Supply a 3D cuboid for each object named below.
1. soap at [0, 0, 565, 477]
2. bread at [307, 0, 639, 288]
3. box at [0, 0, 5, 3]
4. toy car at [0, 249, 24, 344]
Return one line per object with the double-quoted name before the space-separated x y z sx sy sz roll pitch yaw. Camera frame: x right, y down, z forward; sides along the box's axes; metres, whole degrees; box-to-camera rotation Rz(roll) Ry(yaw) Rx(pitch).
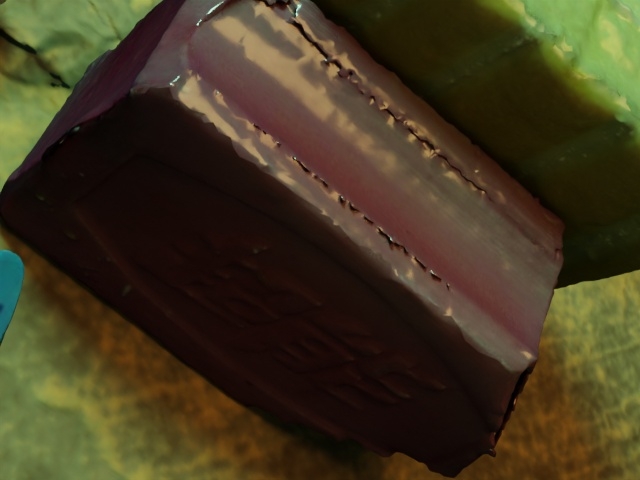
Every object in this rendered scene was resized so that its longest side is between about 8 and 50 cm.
"soap" 0.000 0.000 0.650 0.250 0.162 0.099 38 50 -17
"bread" 0.054 -0.081 0.689 0.239 0.246 0.111 39 60 -17
"box" -0.233 -0.166 0.622 0.218 0.055 0.039 32 50 -23
"toy car" -0.241 -0.031 0.460 0.314 0.166 0.198 52 43 -15
